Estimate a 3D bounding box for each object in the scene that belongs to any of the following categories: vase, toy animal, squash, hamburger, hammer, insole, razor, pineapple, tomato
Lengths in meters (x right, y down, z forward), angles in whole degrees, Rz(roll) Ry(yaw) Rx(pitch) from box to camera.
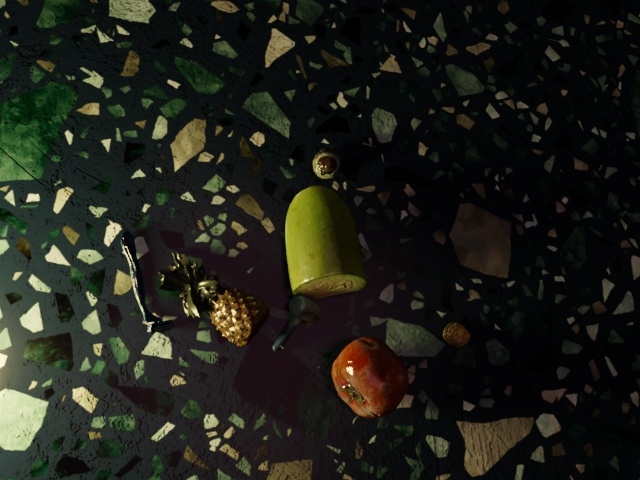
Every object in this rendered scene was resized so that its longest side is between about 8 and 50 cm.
[{"bbox_3d":[0.099,0.014,1.526,0.081,0.081,0.148,-43,92,-16],"label":"vase"},{"bbox_3d":[0.030,-0.273,1.564,0.098,0.098,0.137,24,74,-4],"label":"toy animal"},{"bbox_3d":[0.000,0.000,1.461,0.234,0.210,0.308,-13,64,7],"label":"squash"},{"bbox_3d":[0.444,0.310,1.537,0.076,0.044,0.083,-41,90,-18],"label":"hamburger"},{"bbox_3d":[-0.082,0.260,1.435,0.069,0.116,0.194,36,91,38],"label":"hammer"},{"bbox_3d":[0.518,0.005,1.640,0.153,0.002,0.053,26,75,-4],"label":"insole"},{"bbox_3d":[-0.537,0.125,1.396,0.056,0.093,0.324,-29,78,21],"label":"razor"},{"bbox_3d":[-0.332,0.168,1.384,0.365,0.165,0.165,30,74,6],"label":"pineapple"},{"bbox_3d":[0.148,0.400,1.379,0.189,0.232,0.232,-29,84,-33],"label":"tomato"}]
